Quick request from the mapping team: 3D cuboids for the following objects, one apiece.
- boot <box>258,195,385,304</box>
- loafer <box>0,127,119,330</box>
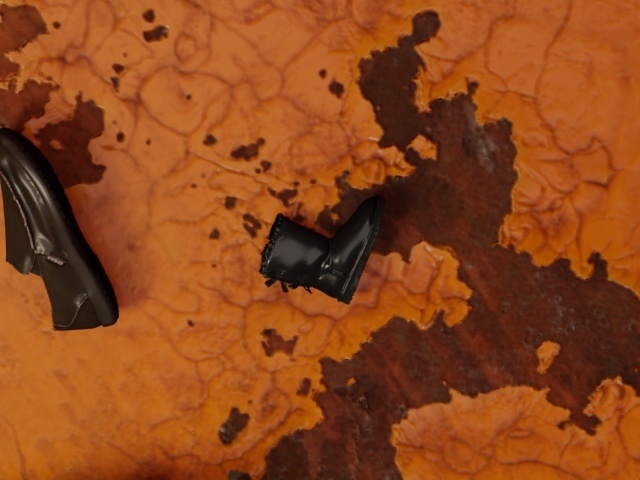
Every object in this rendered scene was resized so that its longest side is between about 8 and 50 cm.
[{"bbox_3d":[0.000,0.000,1.824,0.099,0.045,0.121,20,102,-6],"label":"boot"},{"bbox_3d":[-0.270,-0.002,1.780,0.078,0.080,0.220,-25,105,1],"label":"loafer"}]
